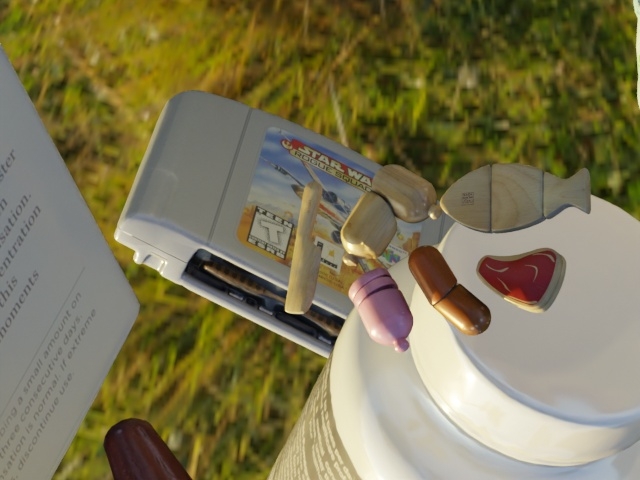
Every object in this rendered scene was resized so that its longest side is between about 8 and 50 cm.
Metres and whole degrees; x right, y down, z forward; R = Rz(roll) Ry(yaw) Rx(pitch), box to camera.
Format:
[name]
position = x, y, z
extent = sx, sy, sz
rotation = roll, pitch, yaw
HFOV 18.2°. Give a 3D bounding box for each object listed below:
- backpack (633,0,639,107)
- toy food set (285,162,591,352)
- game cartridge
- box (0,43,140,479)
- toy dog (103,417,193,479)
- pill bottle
[backpack]
position = 0.304, -0.157, 1.209
extent = 0.225, 0.253, 0.191
rotation = 13, 140, 23
[toy food set]
position = 0.048, 0.008, 0.798
extent = 0.122, 0.078, 0.019
rotation = 3, 166, 26
[game cartridge]
position = 0.000, 0.000, 1.515
extent = 0.297, 0.198, 0.062
rotation = 26, 130, -10
[box]
position = -0.225, -0.034, 0.564
extent = 0.215, 0.168, 0.345
rotation = 11, 146, 25
[toy dog]
position = 0.057, 0.120, 0.606
extent = 0.334, 0.161, 0.220
rotation = 5, 152, -39
[pill bottle]
position = 0.077, 0.109, 1.048
extent = 0.176, 0.176, 0.318
rotation = 16, 145, -6
